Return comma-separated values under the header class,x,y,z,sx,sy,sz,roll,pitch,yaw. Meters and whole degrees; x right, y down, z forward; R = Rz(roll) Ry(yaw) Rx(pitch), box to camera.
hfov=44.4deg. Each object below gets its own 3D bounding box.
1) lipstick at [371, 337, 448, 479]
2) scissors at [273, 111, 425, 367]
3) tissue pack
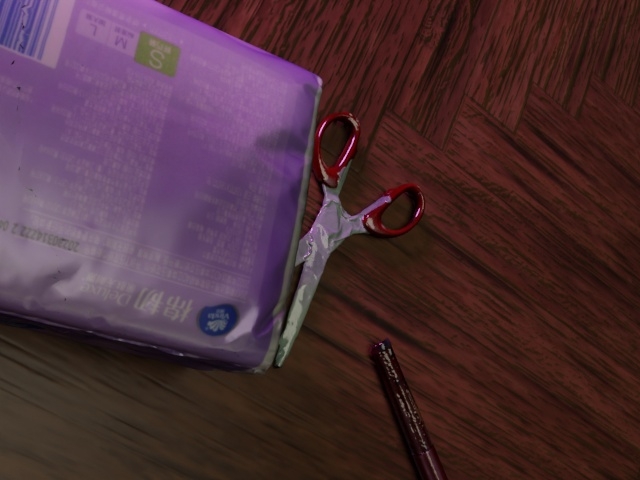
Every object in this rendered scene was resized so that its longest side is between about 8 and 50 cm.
class,x,y,z,sx,sy,sz,roll,pitch,yaw
lipstick,0.089,0.180,0.759,0.027,0.027,0.176,-24,92,-33
scissors,0.000,0.000,0.747,0.144,0.017,0.248,45,62,-16
tissue pack,-0.180,-0.054,0.559,0.338,0.160,0.242,20,72,-28
